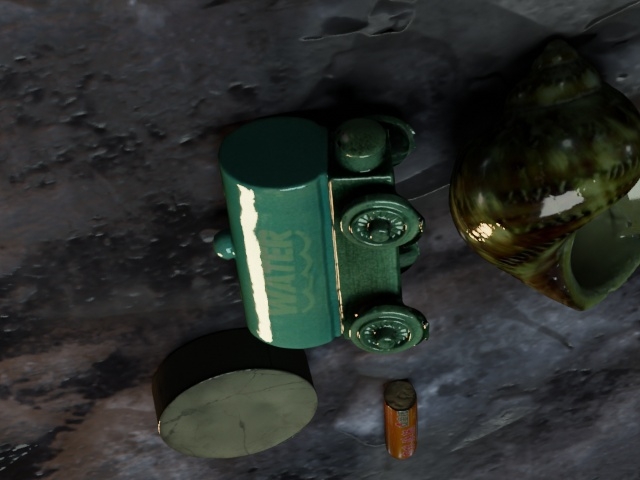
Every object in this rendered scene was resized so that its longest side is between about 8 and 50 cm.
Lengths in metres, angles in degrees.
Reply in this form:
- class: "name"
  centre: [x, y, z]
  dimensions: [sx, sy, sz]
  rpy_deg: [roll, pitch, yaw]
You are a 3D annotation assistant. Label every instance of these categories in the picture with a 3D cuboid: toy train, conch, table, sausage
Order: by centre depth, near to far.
- class: "conch"
  centre: [0.176, -0.047, 1.440]
  dimensions: [0.187, 0.124, 0.181]
  rpy_deg: [-15, 143, -42]
- class: "toy train"
  centre: [0.000, 0.000, 1.466]
  dimensions: [0.159, 0.101, 0.248]
  rpy_deg: [-2, 143, 5]
- class: "table"
  centre: [-0.071, 0.128, 1.649]
  dimensions: [0.133, 0.043, 0.133]
  rpy_deg: [-10, 144, -7]
- class: "sausage"
  centre: [0.071, 0.164, 1.759]
  dimensions: [0.031, 0.031, 0.107]
  rpy_deg: [-11, 144, -5]
